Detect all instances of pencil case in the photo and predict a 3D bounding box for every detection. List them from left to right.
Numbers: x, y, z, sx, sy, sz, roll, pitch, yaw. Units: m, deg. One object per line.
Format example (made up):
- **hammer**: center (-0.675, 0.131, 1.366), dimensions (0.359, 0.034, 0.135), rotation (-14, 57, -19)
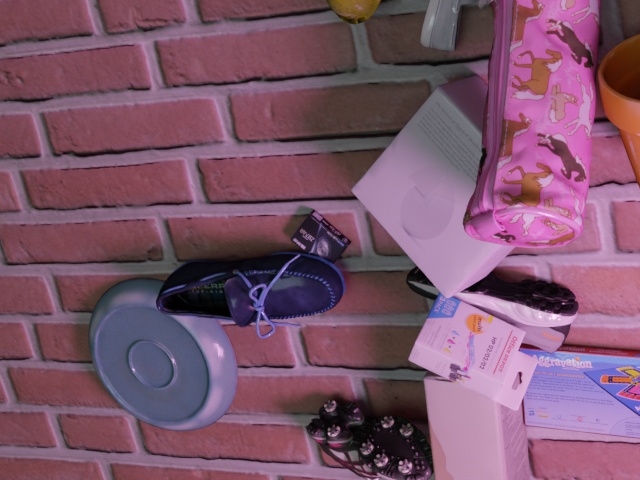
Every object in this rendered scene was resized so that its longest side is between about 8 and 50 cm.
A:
- **pencil case**: center (0.281, -0.178, 1.649), dimensions (0.167, 0.160, 0.386), rotation (5, 76, 2)

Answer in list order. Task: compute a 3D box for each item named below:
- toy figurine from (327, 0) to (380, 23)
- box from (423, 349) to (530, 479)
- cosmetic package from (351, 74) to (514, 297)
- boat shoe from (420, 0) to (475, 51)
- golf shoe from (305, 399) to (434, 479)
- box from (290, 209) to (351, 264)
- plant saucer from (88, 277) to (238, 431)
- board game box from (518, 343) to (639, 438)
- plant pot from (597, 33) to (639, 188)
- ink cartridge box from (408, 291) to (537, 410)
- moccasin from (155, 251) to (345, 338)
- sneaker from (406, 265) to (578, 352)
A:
- **toy figurine**: center (0.022, -0.450, 1.653), dimensions (0.191, 0.217, 0.363), rotation (32, 122, 9)
- **box**: center (0.258, 0.329, 2.015), dimensions (0.121, 0.148, 0.311), rotation (2, 112, 25)
- **cosmetic package**: center (0.209, -0.081, 1.833), dimensions (0.224, 0.138, 0.225), rotation (50, 126, 12)
- **boat shoe**: center (0.192, -0.353, 1.782), dimensions (0.063, 0.066, 0.184), rotation (18, 119, 6)
- **golf shoe**: center (0.100, 0.356, 2.110), dimensions (0.272, 0.105, 0.120), rotation (19, 145, 47)
- **box**: center (0.000, 0.000, 2.064), dimensions (0.083, 0.018, 0.067), rotation (42, 124, 3)
- **plant saucer**: center (-0.302, 0.221, 2.303), dimensions (0.317, 0.043, 0.318), rotation (11, 117, 22)
- **board game box**: center (0.452, 0.236, 1.946), dimensions (0.281, 0.027, 0.145), rotation (3, 115, 25)
- **plant pot**: center (0.482, -0.156, 1.662), dimensions (0.205, 0.205, 0.188), rotation (3, 129, 25)
- **ink cartridge box**: center (0.236, 0.166, 1.872), dimensions (0.181, 0.104, 0.062), rotation (25, 147, 7)
- **moccasin**: center (-0.122, 0.103, 2.109), dimensions (0.342, 0.117, 0.138), rotation (-7, 114, 31)
- **sneaker**: center (0.258, 0.104, 1.941), dimensions (0.271, 0.100, 0.108), rotation (18, 125, 18)
